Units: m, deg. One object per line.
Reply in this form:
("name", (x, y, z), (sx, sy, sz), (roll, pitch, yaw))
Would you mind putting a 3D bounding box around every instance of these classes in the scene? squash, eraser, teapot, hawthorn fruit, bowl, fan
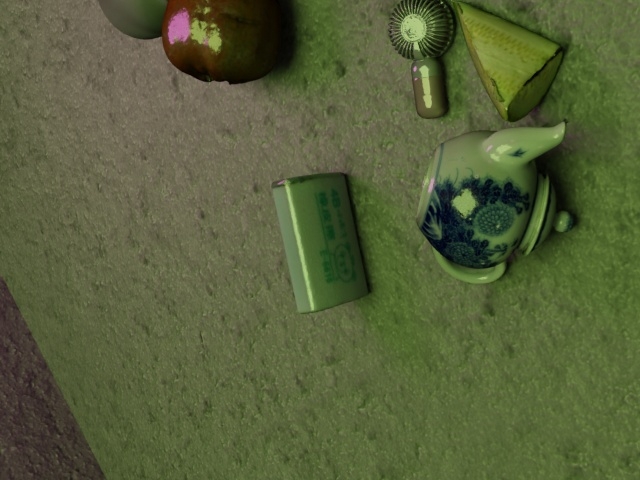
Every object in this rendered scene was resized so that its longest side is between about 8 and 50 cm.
("squash", (0.299, -0.328, 1.619), (0.252, 0.169, 0.093), (35, 165, 31))
("eraser", (0.000, 0.000, 1.904), (0.104, 0.189, 0.289), (-11, 92, 39))
("teapot", (0.324, -0.065, 1.585), (0.280, 0.252, 0.424), (15, 136, 1))
("hawthorn fruit", (-0.219, -0.500, 1.948), (0.268, 0.268, 0.300), (8, 93, 41))
("bowl", (-0.370, -0.611, 2.041), (0.146, 0.289, 0.289), (17, 110, 38))
("fan", (0.206, -0.363, 1.726), (0.130, 0.074, 0.244), (-1, 103, 31))
